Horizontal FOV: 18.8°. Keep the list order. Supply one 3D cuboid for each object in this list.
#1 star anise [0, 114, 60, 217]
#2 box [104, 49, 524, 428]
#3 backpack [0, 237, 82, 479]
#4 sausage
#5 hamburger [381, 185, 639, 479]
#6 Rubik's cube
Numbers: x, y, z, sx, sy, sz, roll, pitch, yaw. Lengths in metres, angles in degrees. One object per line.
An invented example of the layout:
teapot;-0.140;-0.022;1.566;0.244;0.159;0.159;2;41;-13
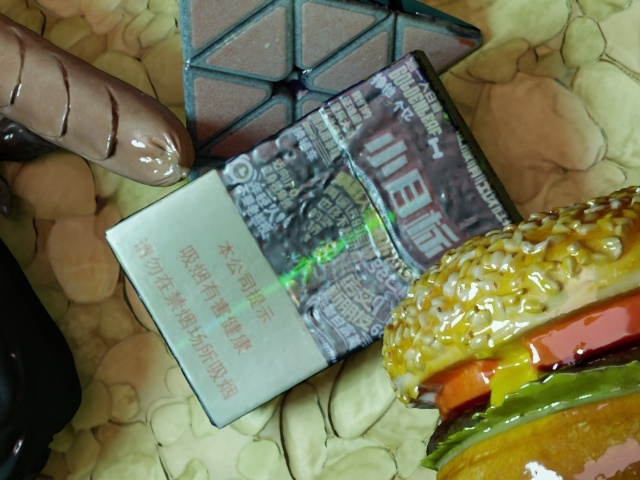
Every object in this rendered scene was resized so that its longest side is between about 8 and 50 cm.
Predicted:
star anise;-0.356;-0.090;1.802;0.209;0.089;0.231;30;78;31
box;0.000;0.000;1.626;0.310;0.084;0.198;-30;90;12
backpack;-0.450;0.127;1.689;0.446;0.255;0.363;-30;90;10
sausage;-0.265;-0.148;1.705;0.433;0.088;0.088;31;90;29
hamburger;0.216;0.102;1.431;0.330;0.330;0.250;-16;71;16
Rubik's cube;-0.045;-0.178;1.679;0.233;0.228;0.229;-16;115;52
